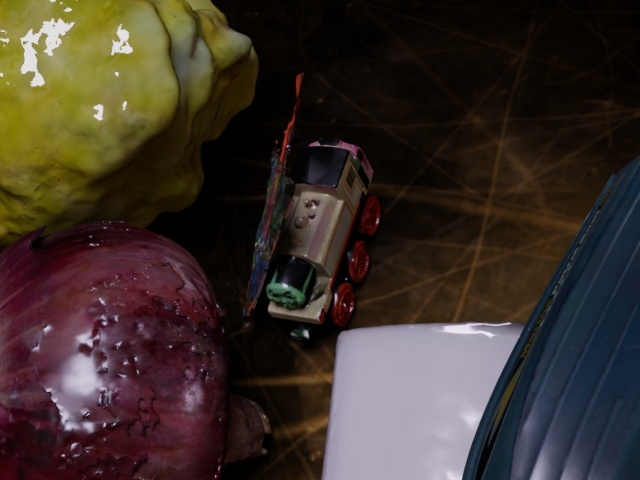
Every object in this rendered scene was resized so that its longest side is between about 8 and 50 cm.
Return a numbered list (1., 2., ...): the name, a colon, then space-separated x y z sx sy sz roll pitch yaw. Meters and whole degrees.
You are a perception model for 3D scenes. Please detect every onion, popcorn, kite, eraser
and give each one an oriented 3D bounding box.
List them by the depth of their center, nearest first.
1. eraser: 0.082 0.185 0.601 0.174 0.095 0.270 0 59 13
2. onion: -0.135 0.113 0.676 0.252 0.219 0.252 -33 48 47
3. kite: -0.036 -0.029 0.753 0.009 0.232 0.189 13 97 -8
4. popcorn: -0.219 -0.111 0.808 0.292 0.293 0.334 -56 12 20

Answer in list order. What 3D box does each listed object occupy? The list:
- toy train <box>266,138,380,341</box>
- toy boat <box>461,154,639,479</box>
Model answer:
1. toy train: 0.000 0.000 0.749 0.050 0.087 0.138 6 63 27
2. toy boat: 0.149 0.083 0.537 0.114 0.122 0.296 31 59 7
